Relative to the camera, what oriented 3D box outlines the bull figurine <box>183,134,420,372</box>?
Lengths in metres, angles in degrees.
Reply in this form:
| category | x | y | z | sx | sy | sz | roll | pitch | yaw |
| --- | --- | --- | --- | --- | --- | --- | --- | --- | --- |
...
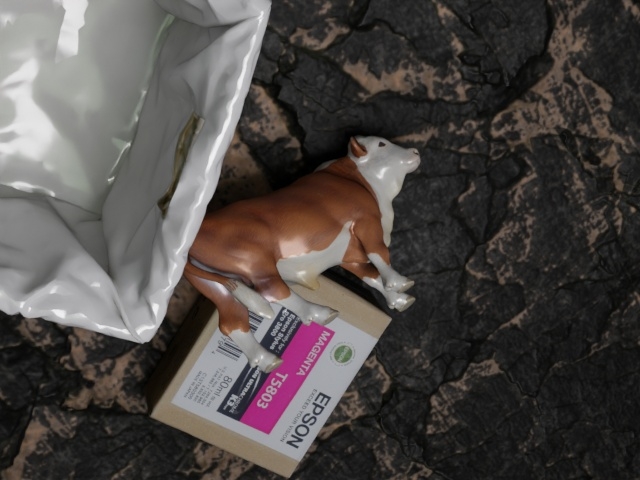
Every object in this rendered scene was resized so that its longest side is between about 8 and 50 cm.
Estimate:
| category | x | y | z | sx | sy | sz | roll | pitch | yaw |
| --- | --- | --- | --- | --- | --- | --- | --- | --- | --- |
| bull figurine | 0.000 | 0.000 | 0.955 | 0.310 | 0.188 | 0.101 | -23 | 156 | -30 |

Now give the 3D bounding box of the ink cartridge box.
| category | x | y | z | sx | sy | sz | roll | pitch | yaw |
| --- | --- | --- | --- | --- | --- | --- | --- | --- | --- |
| ink cartridge box | -0.062 | 0.130 | 1.070 | 0.193 | 0.088 | 0.235 | 29 | 97 | -20 |

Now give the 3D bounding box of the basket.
| category | x | y | z | sx | sy | sz | roll | pitch | yaw |
| --- | --- | --- | --- | --- | --- | --- | --- | --- | --- |
| basket | -0.265 | -0.132 | 0.833 | 0.331 | 0.266 | 0.328 | 16 | 103 | -20 |
